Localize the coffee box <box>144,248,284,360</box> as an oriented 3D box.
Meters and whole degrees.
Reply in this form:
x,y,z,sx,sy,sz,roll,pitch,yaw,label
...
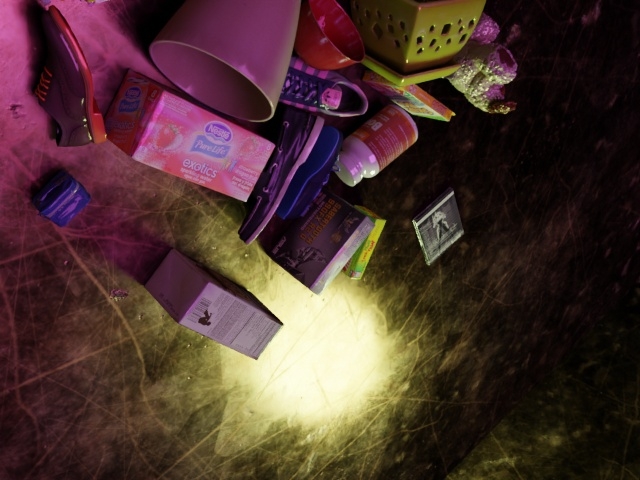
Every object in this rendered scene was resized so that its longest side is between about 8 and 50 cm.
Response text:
x,y,z,sx,sy,sz,roll,pitch,yaw,label
-0.243,0.155,1.661,0.119,0.168,0.297,-53,140,-1,coffee box

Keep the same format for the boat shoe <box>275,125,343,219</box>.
x,y,z,sx,sy,sz,roll,pitch,yaw,label
-0.025,-0.167,1.717,0.089,0.109,0.258,8,127,-53,boat shoe

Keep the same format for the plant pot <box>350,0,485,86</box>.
x,y,z,sx,sy,sz,roll,pitch,yaw,label
0.207,-0.488,1.612,0.227,0.228,0.207,-20,135,-33,plant pot

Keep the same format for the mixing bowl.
x,y,z,sx,sy,sz,roll,pitch,yaw,label
0.002,-0.434,1.514,0.098,0.181,0.181,-31,149,30,mixing bowl

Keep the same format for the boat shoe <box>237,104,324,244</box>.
x,y,z,sx,sy,sz,roll,pitch,yaw,label
-0.121,-0.156,1.615,0.113,0.127,0.340,29,101,-13,boat shoe

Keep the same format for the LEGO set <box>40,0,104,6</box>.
x,y,z,sx,sy,sz,roll,pitch,yaw,label
-0.351,-0.480,1.175,0.287,0.107,0.132,-44,138,-11,LEGO set

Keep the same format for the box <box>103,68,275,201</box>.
x,y,z,sx,sy,sz,roll,pitch,yaw,label
-0.261,-0.204,1.413,0.300,0.154,0.142,20,102,-47,box

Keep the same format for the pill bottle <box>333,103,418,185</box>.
x,y,z,sx,sy,sz,roll,pitch,yaw,label
0.133,-0.238,1.782,0.216,0.121,0.121,-40,137,-16,pill bottle

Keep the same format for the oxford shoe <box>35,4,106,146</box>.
x,y,z,sx,sy,sz,roll,pitch,yaw,label
-0.449,-0.272,1.224,0.098,0.097,0.271,-19,136,-18,oxford shoe

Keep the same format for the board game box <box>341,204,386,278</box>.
x,y,z,sx,sy,sz,roll,pitch,yaw,label
0.102,0.005,1.939,0.043,0.092,0.181,7,112,-46,board game box

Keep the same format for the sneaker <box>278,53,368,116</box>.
x,y,z,sx,sy,sz,roll,pitch,yaw,label
-0.024,-0.342,1.557,0.319,0.131,0.112,-1,117,-42,sneaker

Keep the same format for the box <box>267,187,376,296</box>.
x,y,z,sx,sy,sz,roll,pitch,yaw,label
0.000,0.000,1.772,0.231,0.183,0.056,-51,139,-2,box

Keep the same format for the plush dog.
x,y,z,sx,sy,sz,roll,pitch,yaw,label
0.418,-0.436,1.872,0.210,0.262,0.225,-28,133,21,plush dog

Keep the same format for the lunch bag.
x,y,z,sx,sy,sz,roll,pitch,yaw,label
-0.498,-0.079,1.340,0.098,0.067,0.065,-46,138,-7,lunch bag

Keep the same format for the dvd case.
x,y,z,sx,sy,sz,roll,pitch,yaw,label
0.374,-0.042,2.218,0.164,0.018,0.221,-41,138,-13,dvd case

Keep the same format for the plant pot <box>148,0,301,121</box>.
x,y,z,sx,sy,sz,roll,pitch,yaw,label
-0.148,-0.412,1.339,0.256,0.256,0.274,39,70,-49,plant pot

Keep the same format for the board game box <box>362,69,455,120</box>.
x,y,z,sx,sy,sz,roll,pitch,yaw,label
0.229,-0.361,1.784,0.259,0.124,0.039,16,94,-48,board game box
